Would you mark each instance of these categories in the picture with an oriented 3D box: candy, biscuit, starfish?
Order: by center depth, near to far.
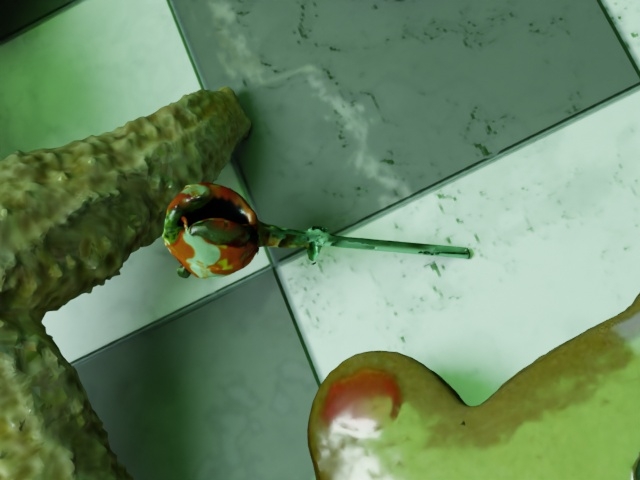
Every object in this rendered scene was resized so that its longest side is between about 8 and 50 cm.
[{"bbox_3d":[0.094,0.171,0.779,0.432,0.064,0.283,-25,71,4],"label":"biscuit"},{"bbox_3d":[-0.163,-0.006,0.843,0.082,0.324,0.432,-24,64,53],"label":"starfish"},{"bbox_3d":[0.000,0.000,0.872,0.185,0.049,0.055,5,72,-18],"label":"candy"}]
